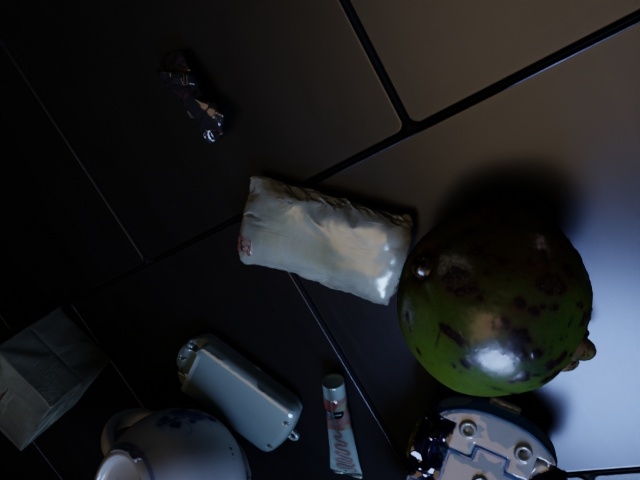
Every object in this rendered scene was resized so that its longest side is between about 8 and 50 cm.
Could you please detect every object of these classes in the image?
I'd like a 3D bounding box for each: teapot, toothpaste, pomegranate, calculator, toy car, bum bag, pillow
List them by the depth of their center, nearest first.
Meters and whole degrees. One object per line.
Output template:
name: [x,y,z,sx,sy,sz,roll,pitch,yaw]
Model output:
pomegranate: [0.193,0.072,0.543,0.247,0.202,0.202,26,130,-25]
bum bag: [-0.163,-0.185,0.663,0.057,0.034,0.124,-30,99,44]
pillow: [0.000,0.000,0.668,0.229,0.051,0.128,16,113,17]
toy car: [0.193,0.353,0.692,0.198,0.166,0.315,18,93,15]
toothpaste: [0.030,0.296,0.816,0.056,0.036,0.205,5,120,23]
calculator: [-0.137,0.256,0.869,0.246,0.045,0.141,34,125,7]
teapot: [-0.220,0.409,0.875,0.423,0.280,0.253,26,95,38]

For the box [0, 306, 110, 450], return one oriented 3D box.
box: [-0.552,0.273,1.021,0.149,0.155,0.231,45,125,-1]
